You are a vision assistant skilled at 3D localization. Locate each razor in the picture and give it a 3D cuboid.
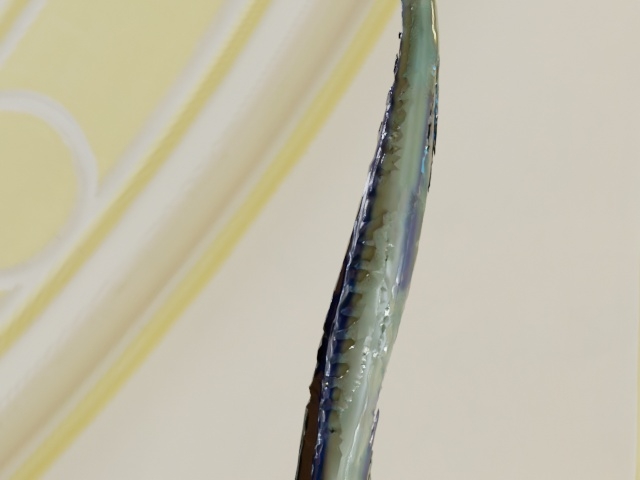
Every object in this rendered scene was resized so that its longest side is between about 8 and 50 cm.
[{"bbox_3d":[0.011,0.000,0.418,0.056,0.093,0.324,1,-94,30],"label":"razor"}]
